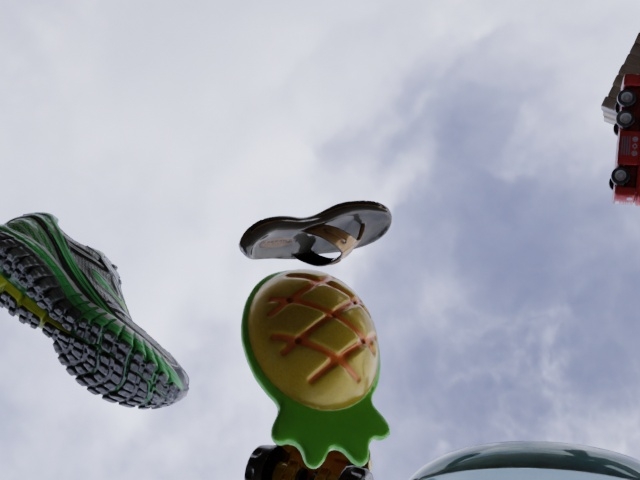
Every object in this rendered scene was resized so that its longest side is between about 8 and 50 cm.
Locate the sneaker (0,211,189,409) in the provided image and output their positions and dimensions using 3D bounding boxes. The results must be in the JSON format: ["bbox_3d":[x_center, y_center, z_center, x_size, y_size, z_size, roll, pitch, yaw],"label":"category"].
[{"bbox_3d":[-0.300,0.088,1.293,0.134,0.343,0.146,-40,-174,40],"label":"sneaker"}]

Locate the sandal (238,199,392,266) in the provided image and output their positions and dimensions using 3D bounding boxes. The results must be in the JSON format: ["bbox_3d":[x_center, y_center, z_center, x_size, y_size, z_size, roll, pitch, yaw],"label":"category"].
[{"bbox_3d":[0.000,0.000,1.270,0.219,0.090,0.060,-6,-131,-29],"label":"sandal"}]

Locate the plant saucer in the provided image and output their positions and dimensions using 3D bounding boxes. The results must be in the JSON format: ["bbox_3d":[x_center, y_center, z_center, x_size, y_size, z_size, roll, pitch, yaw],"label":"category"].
[{"bbox_3d":[0.244,0.282,1.046,0.317,0.317,0.044,-4,-122,19],"label":"plant saucer"}]

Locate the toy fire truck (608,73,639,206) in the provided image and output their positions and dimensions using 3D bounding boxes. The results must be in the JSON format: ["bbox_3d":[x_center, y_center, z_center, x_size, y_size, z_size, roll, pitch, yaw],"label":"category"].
[{"bbox_3d":[0.387,-0.129,1.028,0.135,0.047,0.192,5,-98,14],"label":"toy fire truck"}]

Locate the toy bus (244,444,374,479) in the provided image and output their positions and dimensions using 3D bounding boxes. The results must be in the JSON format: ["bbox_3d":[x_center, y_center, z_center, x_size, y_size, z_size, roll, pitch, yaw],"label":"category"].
[{"bbox_3d":[-0.014,0.363,1.115,0.149,0.211,0.220,6,-133,28],"label":"toy bus"}]

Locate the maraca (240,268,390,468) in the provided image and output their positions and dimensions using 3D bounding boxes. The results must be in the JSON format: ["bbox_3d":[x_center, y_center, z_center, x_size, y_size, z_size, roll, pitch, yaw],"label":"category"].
[{"bbox_3d":[-0.004,0.104,0.811,0.127,0.099,0.186,1,-124,-22],"label":"maraca"}]

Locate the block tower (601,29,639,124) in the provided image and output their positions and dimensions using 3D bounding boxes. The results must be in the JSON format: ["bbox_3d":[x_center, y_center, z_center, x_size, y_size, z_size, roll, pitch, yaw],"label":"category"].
[{"bbox_3d":[0.515,-0.303,1.374,0.097,0.091,0.335,25,-89,19],"label":"block tower"}]
